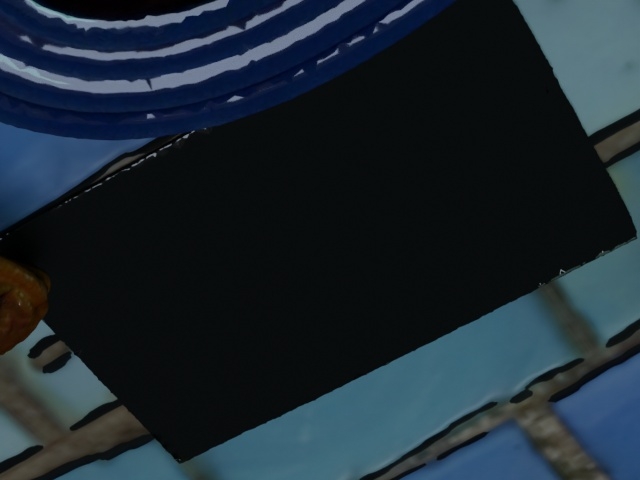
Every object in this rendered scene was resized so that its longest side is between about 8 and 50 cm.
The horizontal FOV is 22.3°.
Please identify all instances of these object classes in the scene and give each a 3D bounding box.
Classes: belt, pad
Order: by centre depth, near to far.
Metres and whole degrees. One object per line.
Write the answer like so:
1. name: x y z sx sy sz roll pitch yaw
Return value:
1. belt: -0.005 -0.182 0.483 0.212 0.117 0.347 31 117 -28
2. pad: 0.000 0.000 0.698 0.243 0.004 0.163 -27 128 11

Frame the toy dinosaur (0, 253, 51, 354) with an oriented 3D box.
1. toy dinosaur: -0.186 0.015 0.585 0.432 0.097 0.208 -23 143 34
